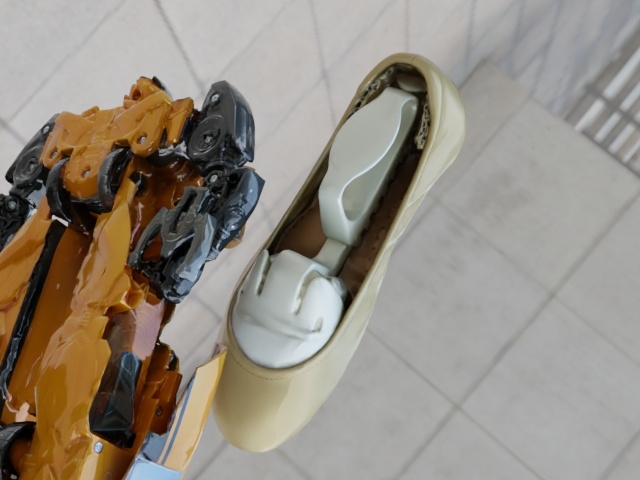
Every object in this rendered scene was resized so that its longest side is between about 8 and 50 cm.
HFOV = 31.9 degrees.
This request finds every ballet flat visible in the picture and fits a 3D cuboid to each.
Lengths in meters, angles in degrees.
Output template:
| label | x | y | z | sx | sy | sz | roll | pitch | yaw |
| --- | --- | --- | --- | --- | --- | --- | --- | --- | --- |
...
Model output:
| label | x | y | z | sx | sy | sz | roll | pitch | yaw |
| --- | --- | --- | --- | --- | --- | --- | --- | --- | --- |
| ballet flat | 0.000 | 0.000 | 0.591 | 0.232 | 0.080 | 0.073 | -62 | 159 | -10 |

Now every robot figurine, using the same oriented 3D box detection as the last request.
| label | x | y | z | sx | sy | sz | roll | pitch | yaw |
| --- | --- | --- | --- | --- | --- | --- | --- | --- | --- |
| robot figurine | -0.125 | 0.044 | 0.593 | 0.085 | 0.211 | 0.291 | 42 | 55 | -43 |
